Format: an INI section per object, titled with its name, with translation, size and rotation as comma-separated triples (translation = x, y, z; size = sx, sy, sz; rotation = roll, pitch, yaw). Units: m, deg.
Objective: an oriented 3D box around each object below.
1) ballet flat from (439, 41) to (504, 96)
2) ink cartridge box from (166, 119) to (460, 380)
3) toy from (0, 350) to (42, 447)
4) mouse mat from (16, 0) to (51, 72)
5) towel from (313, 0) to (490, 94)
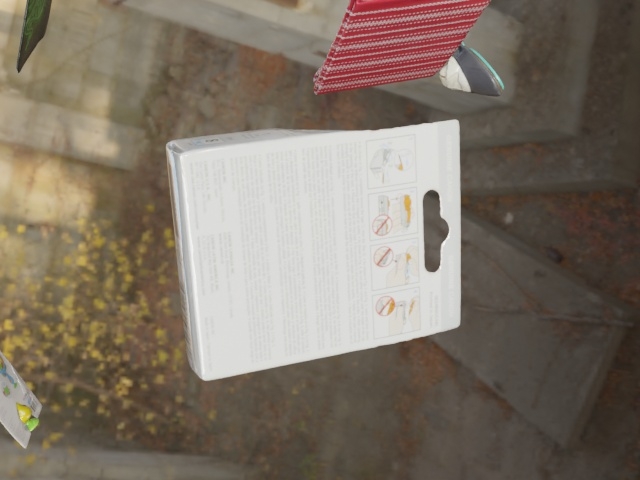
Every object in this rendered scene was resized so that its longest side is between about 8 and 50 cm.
[ballet flat]
translation = 0.203, -0.267, 1.424
size = 0.074, 0.074, 0.203
rotation = -59, 39, 31
[ink cartridge box]
translation = 0.000, 0.000, 1.269
size = 0.091, 0.385, 0.308
rotation = -144, 48, -63
[toy]
translation = -0.584, 0.247, 1.645
size = 0.056, 0.237, 0.137
rotation = -31, 21, 10
[mouse mat]
translation = -0.331, -0.296, 1.126
size = 0.189, 0.007, 0.152
rotation = -97, 23, -61
[towel]
translation = 0.105, -0.270, 1.236
size = 0.275, 0.199, 0.031
rotation = 126, 132, -71
